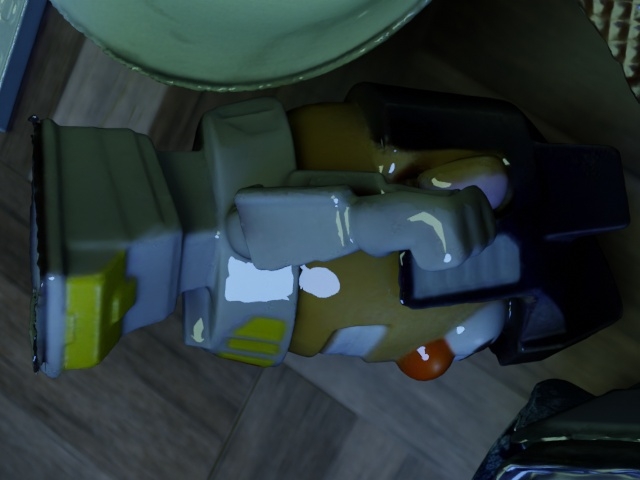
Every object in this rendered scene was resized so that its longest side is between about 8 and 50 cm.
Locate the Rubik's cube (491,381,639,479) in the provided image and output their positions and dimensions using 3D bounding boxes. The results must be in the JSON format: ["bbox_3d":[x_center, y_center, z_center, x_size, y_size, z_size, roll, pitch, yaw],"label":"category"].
[{"bbox_3d":[0.287,0.217,0.573,0.358,0.363,0.362,-5,92,31],"label":"Rubik's cube"}]

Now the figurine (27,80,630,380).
[{"bbox_3d":[0.000,-0.002,0.750,0.308,0.308,0.143,4,106,28],"label":"figurine"}]

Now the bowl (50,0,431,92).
[{"bbox_3d":[-0.010,-0.230,0.799,0.313,0.146,0.313,3,96,29],"label":"bowl"}]

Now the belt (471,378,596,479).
[{"bbox_3d":[0.112,0.142,0.752,0.082,0.190,0.141,24,84,23],"label":"belt"}]

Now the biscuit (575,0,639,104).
[{"bbox_3d":[0.215,-0.170,0.728,0.252,0.070,0.106,-38,76,27],"label":"biscuit"}]

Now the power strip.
[{"bbox_3d":[-0.192,-0.164,0.971,0.060,0.027,0.253,29,108,23],"label":"power strip"}]
